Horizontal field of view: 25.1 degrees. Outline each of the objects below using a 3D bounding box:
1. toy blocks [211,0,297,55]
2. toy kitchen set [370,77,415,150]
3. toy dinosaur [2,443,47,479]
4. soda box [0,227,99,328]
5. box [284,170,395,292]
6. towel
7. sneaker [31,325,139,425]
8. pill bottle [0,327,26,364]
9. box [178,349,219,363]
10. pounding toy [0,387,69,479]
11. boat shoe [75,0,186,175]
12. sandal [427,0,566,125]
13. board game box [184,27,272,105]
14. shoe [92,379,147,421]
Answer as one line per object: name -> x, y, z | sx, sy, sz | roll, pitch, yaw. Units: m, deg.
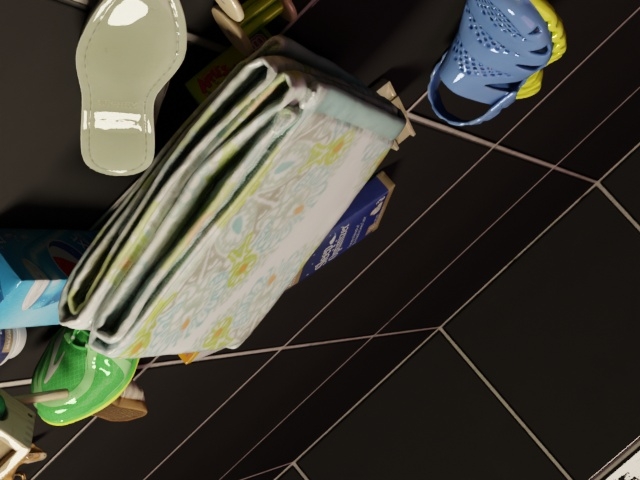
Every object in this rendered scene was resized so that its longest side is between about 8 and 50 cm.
toy blocks -> -0.024, -0.234, 1.214 | 0.148, 0.054, 0.123 | -39, 165, -8
toy kitchen set -> 0.055, -0.147, 1.718 | 0.068, 0.075, 0.083 | -40, 126, -15
toy dinosaur -> -0.447, 0.345, 1.884 | 0.211, 0.064, 0.112 | -46, 149, -14
soda box -> -0.267, 0.035, 1.372 | 0.071, 0.067, 0.210 | -44, 166, 15
box -> 0.000, 0.000, 2.008 | 0.225, 0.036, 0.136 | -33, 164, -22
towel -> -0.071, -0.032, 1.382 | 0.320, 0.090, 0.374 | -51, 165, 10
sneaker -> -0.222, 0.072, 1.557 | 0.295, 0.109, 0.123 | -49, 156, 6
pill bottle -> -0.332, 0.091, 1.371 | 0.067, 0.067, 0.120 | -44, 165, 13
box -> -0.138, 0.127, 2.050 | 0.081, 0.028, 0.136 | -49, 166, 30
pounding toy -> -0.355, 0.190, 1.485 | 0.141, 0.130, 0.100 | -44, -158, 14
boat shoe -> -0.153, -0.144, 1.134 | 0.081, 0.069, 0.228 | 7, 144, -12
sandal -> 0.201, -0.219, 1.705 | 0.138, 0.126, 0.317 | -34, 163, -8
board game box -> -0.067, -0.138, 1.408 | 0.092, 0.043, 0.181 | -40, 166, -3
shoe -> -0.283, 0.190, 1.833 | 0.076, 0.058, 0.219 | -11, 165, 11
